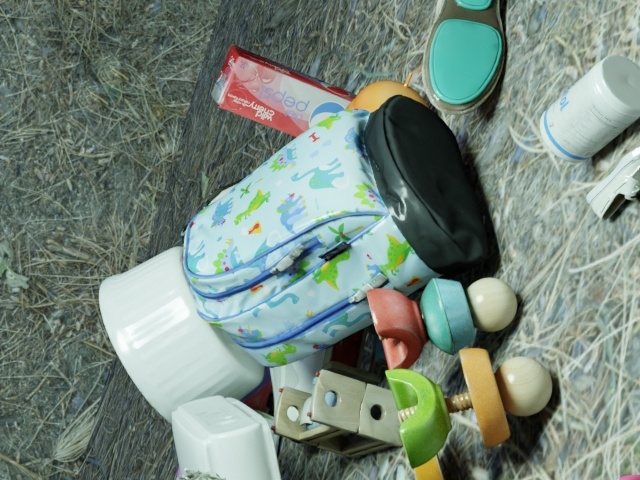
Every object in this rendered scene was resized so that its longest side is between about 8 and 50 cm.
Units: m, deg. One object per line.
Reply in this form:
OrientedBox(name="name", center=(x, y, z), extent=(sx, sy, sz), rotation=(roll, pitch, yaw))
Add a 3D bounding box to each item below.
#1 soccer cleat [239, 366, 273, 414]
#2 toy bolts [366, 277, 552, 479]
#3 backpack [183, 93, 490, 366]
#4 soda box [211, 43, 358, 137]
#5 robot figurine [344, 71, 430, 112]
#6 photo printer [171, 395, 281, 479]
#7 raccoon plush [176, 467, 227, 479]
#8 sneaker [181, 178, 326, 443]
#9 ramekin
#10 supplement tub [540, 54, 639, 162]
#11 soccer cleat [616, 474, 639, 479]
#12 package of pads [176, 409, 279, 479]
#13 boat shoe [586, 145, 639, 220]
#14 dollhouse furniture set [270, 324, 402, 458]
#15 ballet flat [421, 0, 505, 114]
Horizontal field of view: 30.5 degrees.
OrientedBox(name="soccer cleat", center=(-0.101, 0.170, 1.927), extent=(0.083, 0.095, 0.248), rotation=(-6, 66, 69))
OrientedBox(name="toy bolts", center=(0.157, 0.149, 1.262), extent=(0.218, 0.159, 0.228), rotation=(70, -174, -49))
OrientedBox(name="backpack", center=(0.000, 0.000, 1.475), extent=(0.355, 0.273, 0.290), rotation=(-46, 30, 30))
OrientedBox(name="soda box", center=(-0.034, -0.217, 1.866), extent=(0.092, 0.263, 0.083), rotation=(-65, 21, 16))
OrientedBox(name="robot figurine", center=(0.080, -0.142, 1.695), extent=(0.158, 0.128, 0.219), rotation=(-33, -12, -43))
OrientedBox(name="photo printer", center=(-0.110, 0.378, 1.568), extent=(0.256, 0.107, 0.307), rotation=(-172, 71, -72))
OrientedBox(name="raccoon plush", center=(0.010, 0.318, 1.116), extent=(0.446, 0.299, 0.216), rotation=(-46, 24, 60))
OrientedBox(name="sneaker", center=(-0.101, 0.087, 1.759), extent=(0.169, 0.258, 0.447), rotation=(-53, 26, 41))
OrientedBox(name="ramekin", center=(-0.203, 0.143, 1.791), extent=(0.135, 0.277, 0.277), rotation=(-32, 28, 8))
OrientedBox(name="supplement tub", center=(0.284, -0.134, 1.211), extent=(0.107, 0.071, 0.071), rotation=(-47, 30, 49))
OrientedBox(name="soccer cleat", center=(0.234, 0.322, 0.822), extent=(0.143, 0.116, 0.331), rotation=(-56, 24, 35))
OrientedBox(name="package of pads", center=(-0.163, 0.426, 1.833), extent=(0.229, 0.101, 0.296), rotation=(-41, 34, 55))
OrientedBox(name="boat shoe", center=(0.302, -0.056, 1.148), extent=(0.100, 0.035, 0.035), rotation=(-49, 55, 39))
OrientedBox(name="dollhouse furniture set", center=(0.033, 0.168, 1.506), extent=(0.129, 0.129, 0.183), rotation=(-34, 40, 59))
OrientedBox(name="ballet flat", center=(0.195, -0.275, 1.584), extent=(0.106, 0.108, 0.316), rotation=(102, -178, -60))
